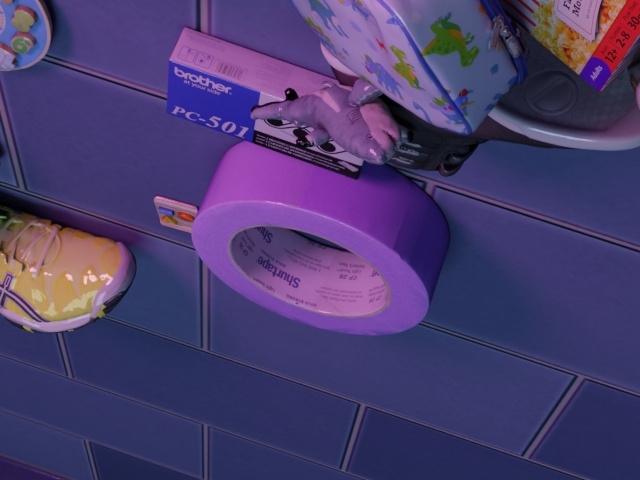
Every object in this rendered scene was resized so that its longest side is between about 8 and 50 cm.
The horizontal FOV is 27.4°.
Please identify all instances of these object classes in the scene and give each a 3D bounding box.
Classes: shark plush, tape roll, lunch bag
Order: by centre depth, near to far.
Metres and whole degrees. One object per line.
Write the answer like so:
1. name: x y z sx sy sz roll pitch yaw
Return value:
1. lunch bag: 0.049 -0.185 0.989 0.219 0.090 0.176 40 173 46
2. shark plush: 0.002 -0.105 1.114 0.161 0.067 0.073 21 152 26
3. tape roll: 0.000 0.000 1.453 0.275 0.090 0.275 17 153 9

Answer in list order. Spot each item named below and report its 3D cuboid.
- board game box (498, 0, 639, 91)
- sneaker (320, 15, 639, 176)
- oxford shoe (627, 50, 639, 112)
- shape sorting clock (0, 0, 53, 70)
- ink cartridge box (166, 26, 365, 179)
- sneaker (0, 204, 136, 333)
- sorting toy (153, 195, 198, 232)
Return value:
1. board game box: 0.161 -0.214 0.920 0.193 0.045 0.147 43 155 11
2. sneaker: 0.149 -0.113 1.133 0.296 0.104 0.147 17 155 23
3. oxford shoe: 0.397 -0.148 0.870 0.449 0.130 0.169 -14 135 46
4. shape sorting clock: -0.368 -0.240 1.317 0.206 0.040 0.206 16 153 8
5. ink cartridge box: -0.047 -0.133 1.288 0.207 0.046 0.097 20 152 2
6. sneaker: -0.424 0.019 1.718 0.385 0.145 0.147 7 150 22
7. sorting toy: -0.162 -0.025 1.599 0.083 0.012 0.062 16 152 10
